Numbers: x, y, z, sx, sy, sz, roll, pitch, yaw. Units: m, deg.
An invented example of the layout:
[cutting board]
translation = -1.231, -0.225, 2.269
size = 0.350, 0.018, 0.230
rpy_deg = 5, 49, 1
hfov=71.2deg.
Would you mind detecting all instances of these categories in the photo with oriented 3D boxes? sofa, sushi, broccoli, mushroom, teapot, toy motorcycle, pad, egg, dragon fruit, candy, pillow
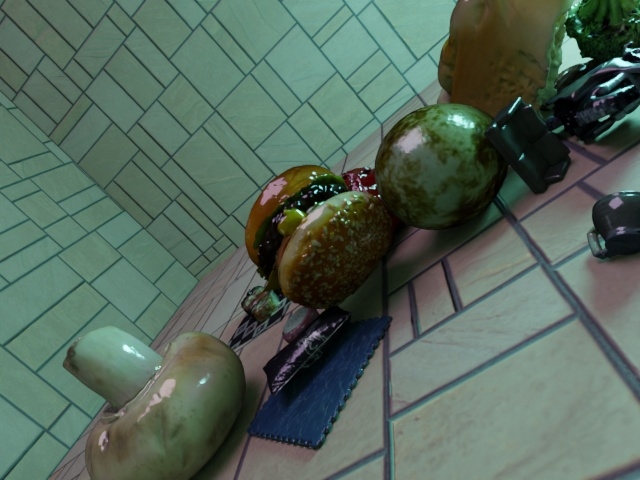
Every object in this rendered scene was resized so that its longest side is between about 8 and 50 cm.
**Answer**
[sofa]
translation = 0.357, -0.162, 0.757
size = 0.085, 0.147, 0.060
rpy_deg = -48, 9, -31
[sushi]
translation = -0.194, 0.191, 1.462
size = 0.320, 0.069, 0.339
rpy_deg = -35, 15, 32
[broccoli]
translation = 0.603, -0.449, 0.887
size = 0.198, 0.176, 0.226
rpy_deg = -37, 0, 29
[mushroom]
translation = -0.337, 0.341, 0.960
size = 0.353, 0.353, 0.325
rpy_deg = -39, -17, 18
[teapot]
translation = 0.348, -0.013, 0.521
size = 0.088, 0.066, 0.057
rpy_deg = 115, 174, -60
[toy motorcycle]
translation = 0.478, -0.243, 0.760
size = 0.159, 0.106, 0.270
rpy_deg = -35, 3, 15
[pad]
translation = -0.007, 0.253, 0.830
size = 0.269, 0.012, 0.270
rpy_deg = -27, 21, 52
[egg]
translation = 0.241, -0.148, 0.874
size = 0.289, 0.238, 0.238
rpy_deg = -29, 4, -31
[dragon fruit]
translation = 0.120, -0.061, 1.104
size = 0.233, 0.233, 0.293
rpy_deg = -41, 44, 9
[candy]
translation = -0.045, 0.198, 1.046
size = 0.103, 0.043, 0.103
rpy_deg = -41, 16, 14
[pillow]
translation = -0.027, 0.207, 0.880
size = 0.208, 0.055, 0.141
rpy_deg = -42, 10, -8

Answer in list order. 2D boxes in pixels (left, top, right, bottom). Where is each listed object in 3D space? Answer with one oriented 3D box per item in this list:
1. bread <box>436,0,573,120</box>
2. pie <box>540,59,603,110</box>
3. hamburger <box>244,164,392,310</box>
[bread]
translation = 0.389, -0.401, 0.963
size = 0.424, 0.245, 0.329
rpy_deg = 91, -170, -60
[pie]
translation = 0.557, -0.349, 1.004
size = 0.153, 0.038, 0.154
rpy_deg = -39, 16, 14
[hamburger]
translation = 0.000, 0.000, 0.905
size = 0.291, 0.291, 0.225
rpy_deg = -45, 57, -6
